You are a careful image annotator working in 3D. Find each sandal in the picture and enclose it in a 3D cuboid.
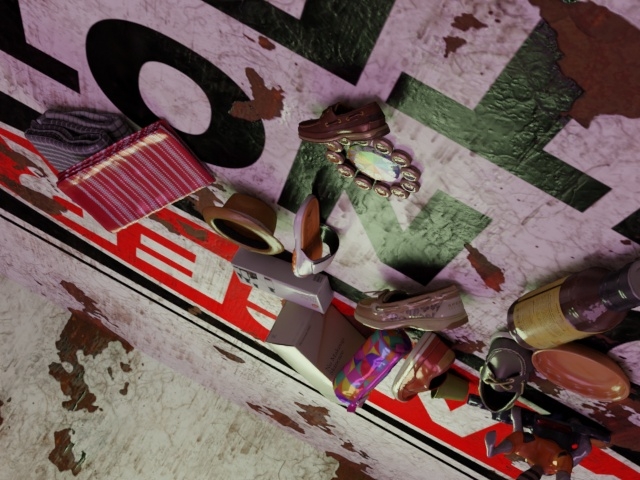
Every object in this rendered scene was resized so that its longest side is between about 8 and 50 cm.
[{"bbox_3d":[-0.005,0.008,1.840,0.076,0.102,0.265,25,155,15],"label":"sandal"}]

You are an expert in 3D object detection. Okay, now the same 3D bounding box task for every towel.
[{"bbox_3d":[-0.383,-0.124,1.889,0.274,0.031,0.199,-25,134,16],"label":"towel"},{"bbox_3d":[-0.494,-0.173,2.001,0.283,0.121,0.235,10,150,37],"label":"towel"}]

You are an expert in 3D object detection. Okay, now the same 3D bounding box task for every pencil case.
[{"bbox_3d":[0.121,0.303,2.179,0.104,0.104,0.236,31,122,-5],"label":"pencil case"}]

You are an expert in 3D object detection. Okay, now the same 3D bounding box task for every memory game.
[{"bbox_3d":[0.087,-0.129,1.562,0.186,0.012,0.186,24,157,11],"label":"memory game"}]

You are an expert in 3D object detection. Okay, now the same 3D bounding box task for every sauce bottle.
[{"bbox_3d":[0.438,0.108,1.525,0.111,0.111,0.344,32,159,-7],"label":"sauce bottle"}]

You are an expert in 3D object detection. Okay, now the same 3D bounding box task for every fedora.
[{"bbox_3d":[-0.153,-0.042,1.934,0.194,0.079,0.194,20,160,8],"label":"fedora"}]

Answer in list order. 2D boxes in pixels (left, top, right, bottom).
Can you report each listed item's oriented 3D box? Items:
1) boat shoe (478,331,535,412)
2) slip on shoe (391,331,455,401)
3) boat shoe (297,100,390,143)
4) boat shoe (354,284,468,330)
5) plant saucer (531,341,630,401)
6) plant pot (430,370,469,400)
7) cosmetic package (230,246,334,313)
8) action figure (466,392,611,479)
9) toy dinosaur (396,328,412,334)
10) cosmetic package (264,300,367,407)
[{"bbox_3d":[0.399,0.288,1.968,0.109,0.091,0.305,22,156,16],"label":"boat shoe"},{"bbox_3d":[0.246,0.321,2.176,0.101,0.123,0.331,35,153,12],"label":"slip on shoe"},{"bbox_3d":[0.033,-0.191,1.449,0.178,0.064,0.060,3,116,43],"label":"boat shoe"},{"bbox_3d":[0.184,0.132,1.909,0.285,0.104,0.089,-2,105,43],"label":"boat shoe"},{"bbox_3d":[0.525,0.258,1.832,0.200,0.037,0.200,23,157,11],"label":"plant saucer"},{"bbox_3d":[0.321,0.360,2.240,0.079,0.083,0.083,17,157,-3],"label":"plant pot"},{"bbox_3d":[-0.091,0.094,2.169,0.239,0.060,0.099,19,156,23],"label":"cosmetic package"},{"bbox_3d":[0.471,0.477,2.105,0.341,0.179,0.330,14,-175,28],"label":"action figure"},{"bbox_3d":[0.157,0.185,2.105,0.082,0.047,0.090,35,175,36],"label":"toy dinosaur"},{"bbox_3d":[0.015,0.277,2.305,0.113,0.160,0.309,4,148,43],"label":"cosmetic package"}]
